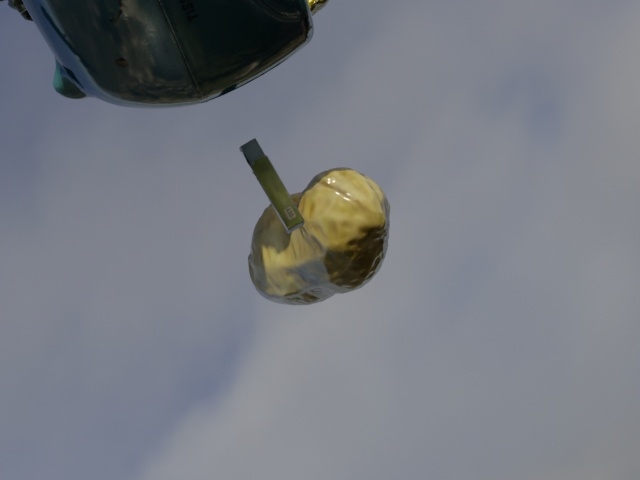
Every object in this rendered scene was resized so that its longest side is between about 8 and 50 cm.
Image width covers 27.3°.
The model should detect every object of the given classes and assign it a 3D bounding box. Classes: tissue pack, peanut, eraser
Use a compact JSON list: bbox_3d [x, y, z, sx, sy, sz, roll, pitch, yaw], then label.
[{"bbox_3d":[-0.139,-0.238,0.960,0.206,0.198,0.287,-19,-39,0],"label":"tissue pack"},{"bbox_3d":[0.000,0.000,1.619,0.147,0.147,0.305,-25,1,-27],"label":"peanut"},{"bbox_3d":[-0.041,-0.047,1.135,0.019,0.083,0.038,-29,-3,-2],"label":"eraser"}]

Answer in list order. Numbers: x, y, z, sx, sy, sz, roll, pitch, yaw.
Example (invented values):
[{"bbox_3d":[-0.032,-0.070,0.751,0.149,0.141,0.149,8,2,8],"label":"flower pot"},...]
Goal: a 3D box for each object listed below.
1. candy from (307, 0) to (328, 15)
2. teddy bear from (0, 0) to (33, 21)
[{"bbox_3d":[-0.049,-0.326,1.727,0.094,0.106,0.199,-17,0,-15],"label":"candy"},{"bbox_3d":[-0.236,-0.324,1.334,0.357,0.367,0.224,-21,-67,-67],"label":"teddy bear"}]
